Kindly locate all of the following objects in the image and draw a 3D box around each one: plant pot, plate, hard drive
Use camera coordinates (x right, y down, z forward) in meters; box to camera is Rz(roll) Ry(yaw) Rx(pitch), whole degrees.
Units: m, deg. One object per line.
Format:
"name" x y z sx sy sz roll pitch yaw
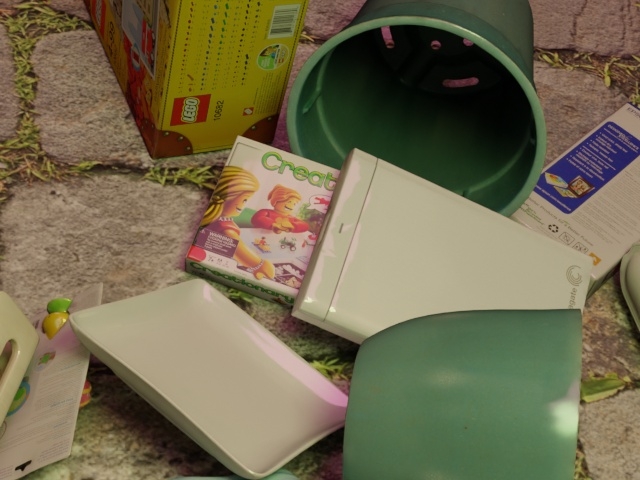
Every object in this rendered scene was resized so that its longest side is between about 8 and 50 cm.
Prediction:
"plant pot" 0.152 0.209 1.248 0.235 0.293 0.293 5 47 11
"plant pot" 0.159 -0.231 1.611 0.341 0.341 0.334 19 40 2
"plate" -0.116 0.156 1.305 0.278 0.045 0.277 37 20 17
"hard drive" 0.162 0.056 1.444 0.353 0.047 0.233 24 64 -11

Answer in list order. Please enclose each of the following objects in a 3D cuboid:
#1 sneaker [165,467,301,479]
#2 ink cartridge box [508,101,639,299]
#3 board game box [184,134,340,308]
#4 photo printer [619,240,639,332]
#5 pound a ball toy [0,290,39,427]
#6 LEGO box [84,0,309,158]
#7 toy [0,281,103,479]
"sneaker" -0.172 0.320 1.178 0.366 0.135 0.150 -6 25 -17
"ink cartridge box" 0.423 -0.067 1.699 0.176 0.069 0.371 40 54 20
"board game box" 0.000 0.000 1.497 0.305 0.053 0.192 19 64 1
"photo printer" 0.550 0.119 1.533 0.256 0.107 0.307 3 49 -22
"pound a ball toy" -0.436 0.177 1.226 0.208 0.135 0.319 -3 46 20
"LEGO box" -0.168 -0.421 1.550 0.193 0.500 0.372 -11 53 -24
"toy" -0.296 0.169 1.279 0.056 0.137 0.237 44 32 -38
